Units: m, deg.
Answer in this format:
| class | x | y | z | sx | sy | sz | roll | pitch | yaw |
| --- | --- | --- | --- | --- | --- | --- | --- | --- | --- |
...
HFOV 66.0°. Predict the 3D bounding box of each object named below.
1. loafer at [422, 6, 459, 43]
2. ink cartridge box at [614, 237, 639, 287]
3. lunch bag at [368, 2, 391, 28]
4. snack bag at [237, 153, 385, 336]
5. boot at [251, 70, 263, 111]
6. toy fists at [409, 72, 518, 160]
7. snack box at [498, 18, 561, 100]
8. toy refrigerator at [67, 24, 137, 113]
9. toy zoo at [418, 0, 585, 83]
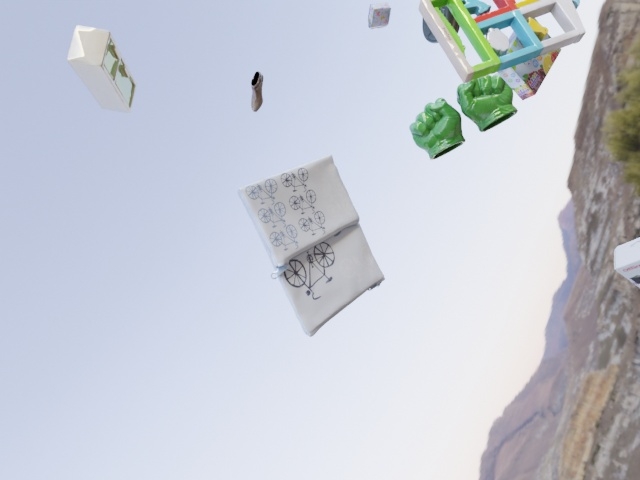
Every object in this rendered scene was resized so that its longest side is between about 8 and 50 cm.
| class | x | y | z | sx | sy | sz | roll | pitch | yaw |
| --- | --- | --- | --- | --- | --- | --- | --- | --- | --- |
| loafer | 0.284 | -0.576 | 1.077 | 0.084 | 0.096 | 0.267 | -22 | -49 | -35 |
| ink cartridge box | 0.843 | 0.069 | 1.221 | 0.127 | 0.175 | 0.072 | -42 | 19 | 54 |
| lunch bag | 0.210 | -0.809 | 1.782 | 0.071 | 0.053 | 0.083 | -11 | -37 | -11 |
| snack bag | 0.000 | 0.000 | 1.079 | 0.323 | 0.037 | 0.342 | -29 | -83 | -48 |
| boot | -0.214 | -0.495 | 1.628 | 0.087 | 0.042 | 0.118 | 65 | -146 | -84 |
| toy fists | 0.373 | -0.340 | 1.316 | 0.279 | 0.142 | 0.096 | -29 | -10 | 20 |
| snack box | 0.411 | -0.364 | 0.981 | 0.100 | 0.037 | 0.141 | 40 | -112 | -14 |
| toy refrigerator | -0.584 | -0.457 | 1.350 | 0.269 | 0.094 | 0.102 | 117 | 161 | -77 |
| toy zoo | 0.361 | -0.426 | 0.937 | 0.293 | 0.192 | 0.030 | -22 | -18 | -7 |
